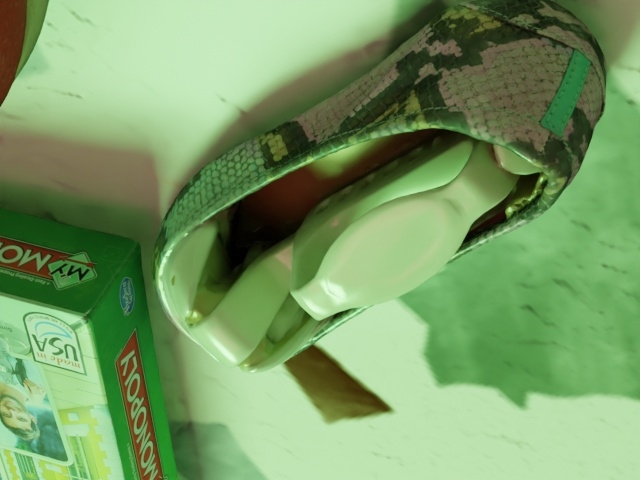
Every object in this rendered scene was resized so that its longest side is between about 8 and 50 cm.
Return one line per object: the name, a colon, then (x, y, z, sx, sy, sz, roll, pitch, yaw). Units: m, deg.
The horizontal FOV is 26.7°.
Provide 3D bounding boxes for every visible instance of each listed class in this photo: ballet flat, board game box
ballet flat: (0.000, 0.000, 0.442, 0.077, 0.079, 0.221, 42, 135, -16)
board game box: (-0.218, 0.054, 0.603, 0.317, 0.046, 0.213, 13, 135, 16)

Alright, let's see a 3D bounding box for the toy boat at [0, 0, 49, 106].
toy boat: (-0.196, -0.094, 0.381, 0.231, 0.151, 0.151, 28, 137, -5)
